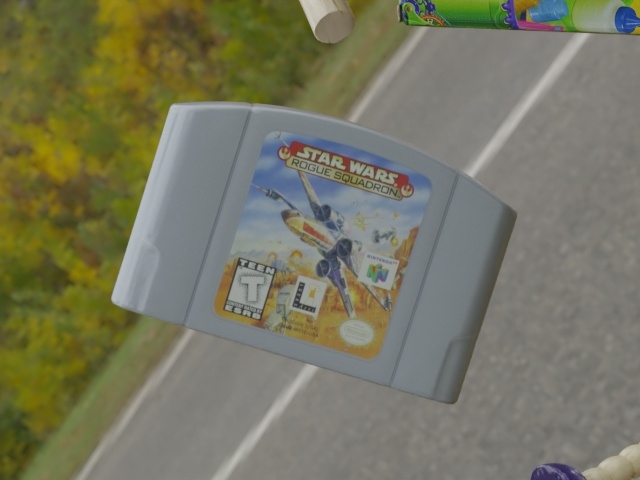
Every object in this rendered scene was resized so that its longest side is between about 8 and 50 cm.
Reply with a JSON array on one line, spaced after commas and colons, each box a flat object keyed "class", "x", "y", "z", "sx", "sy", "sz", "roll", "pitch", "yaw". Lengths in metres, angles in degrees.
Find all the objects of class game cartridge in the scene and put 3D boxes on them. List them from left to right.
[{"class": "game cartridge", "x": 0.000, "y": 0.000, "z": 1.346, "sx": 0.062, "sy": 0.297, "sz": 0.198, "roll": -110, "pitch": 37, "yaw": -79}]

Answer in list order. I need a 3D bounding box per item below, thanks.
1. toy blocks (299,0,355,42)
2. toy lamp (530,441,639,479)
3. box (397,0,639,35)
[{"class": "toy blocks", "x": 0.059, "y": -0.405, "z": 1.552, "sx": 0.289, "sy": 0.309, "sz": 0.260, "roll": -20, "pitch": 52, "yaw": -2}, {"class": "toy lamp", "x": 0.314, "y": 0.183, "z": 1.500, "sx": 0.275, "sy": 0.080, "sz": 0.080, "roll": -21, "pitch": -9, "yaw": -27}, {"class": "box", "x": 0.198, "y": -0.299, "z": 1.086, "sx": 0.177, "sy": 0.279, "sz": 0.290, "roll": -55, "pitch": -35, "yaw": -55}]
